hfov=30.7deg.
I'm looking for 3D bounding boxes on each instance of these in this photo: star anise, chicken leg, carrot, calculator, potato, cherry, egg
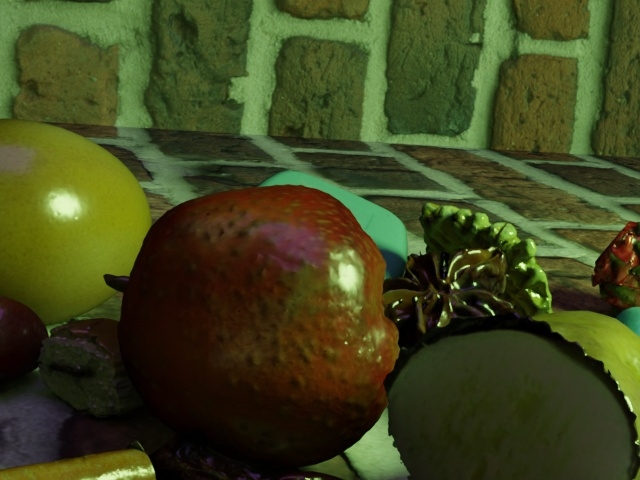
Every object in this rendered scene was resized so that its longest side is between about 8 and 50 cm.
[{"bbox_3d":[0.147,0.093,1.411,0.220,0.126,0.190,-30,18,-30],"label":"star anise"},{"bbox_3d":[-0.021,0.218,0.862,0.158,0.096,0.407,18,-3,-24],"label":"chicken leg"},{"bbox_3d":[-0.233,0.204,0.901,0.225,0.067,0.067,-5,17,-43],"label":"carrot"},{"bbox_3d":[0.000,0.000,1.643,0.256,0.054,0.386,24,25,3],"label":"calculator"},{"bbox_3d":[0.201,0.160,0.998,0.229,0.229,0.266,15,6,34],"label":"potato"},{"bbox_3d":[-0.342,0.105,1.214,0.106,0.087,0.126,-23,-6,3],"label":"cherry"},{"bbox_3d":[-0.352,-0.019,1.397,0.322,0.250,0.250,2,12,-45],"label":"egg"}]

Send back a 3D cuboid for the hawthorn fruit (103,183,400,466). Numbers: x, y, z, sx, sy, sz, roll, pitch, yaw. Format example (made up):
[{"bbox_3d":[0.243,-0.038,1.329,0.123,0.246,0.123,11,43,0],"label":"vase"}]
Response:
[{"bbox_3d":[-0.068,0.073,1.112,0.299,0.275,0.275,13,14,7],"label":"hawthorn fruit"}]

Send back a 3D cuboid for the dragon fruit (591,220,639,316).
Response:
[{"bbox_3d":[0.494,0.051,1.692,0.172,0.166,0.160,40,-22,11],"label":"dragon fruit"}]

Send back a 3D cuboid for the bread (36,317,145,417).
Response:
[{"bbox_3d":[-0.220,0.125,1.205,0.125,0.082,0.106,12,21,34],"label":"bread"}]

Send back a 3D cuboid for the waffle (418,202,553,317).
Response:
[{"bbox_3d":[0.222,0.037,1.551,0.054,0.204,0.223,-42,37,-22],"label":"waffle"}]

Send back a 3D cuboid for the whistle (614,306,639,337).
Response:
[{"bbox_3d":[0.377,0.156,1.147,0.274,0.093,0.186,33,-39,-17],"label":"whistle"}]
